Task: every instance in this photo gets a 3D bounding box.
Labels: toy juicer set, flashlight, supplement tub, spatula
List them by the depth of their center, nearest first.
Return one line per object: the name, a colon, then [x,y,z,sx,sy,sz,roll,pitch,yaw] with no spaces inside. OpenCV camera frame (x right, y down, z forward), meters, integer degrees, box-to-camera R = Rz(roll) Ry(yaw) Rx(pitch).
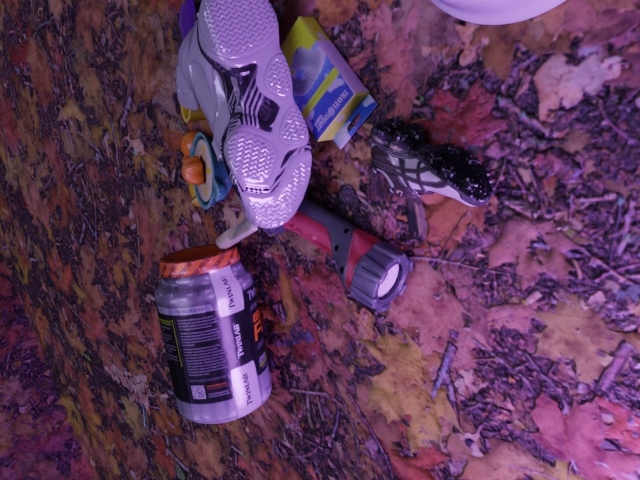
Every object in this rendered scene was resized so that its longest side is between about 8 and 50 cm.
flashlight: [0.000,0.000,0.888,0.304,0.103,0.103,29,123,32]
spatula: [-0.175,-0.405,0.966,0.296,0.030,0.084,0,102,44]
toy juicer set: [-0.213,-0.103,1.004,0.209,0.089,0.329,-56,48,52]
supplement tub: [-0.212,0.175,1.083,0.193,0.193,0.316,3,106,43]

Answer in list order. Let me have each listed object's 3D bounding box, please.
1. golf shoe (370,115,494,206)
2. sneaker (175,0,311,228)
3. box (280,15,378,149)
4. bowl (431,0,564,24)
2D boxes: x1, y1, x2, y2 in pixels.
golf shoe: [0.146,-0.089,0.749,0.198,0.077,0.094,42,140,34]
sneaker: [-0.130,-0.203,0.889,0.210,0.137,0.366,7,111,62]
box: [-0.001,-0.240,0.849,0.178,0.042,0.109,57,134,14]
bowl: [0.170,-0.384,0.575,0.297,0.134,0.298,17,116,39]
